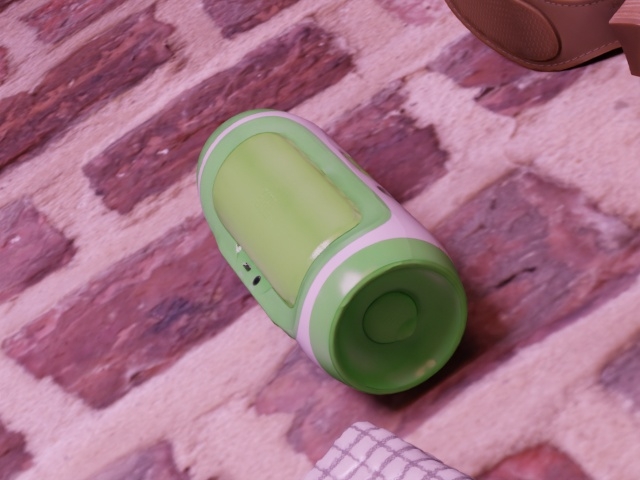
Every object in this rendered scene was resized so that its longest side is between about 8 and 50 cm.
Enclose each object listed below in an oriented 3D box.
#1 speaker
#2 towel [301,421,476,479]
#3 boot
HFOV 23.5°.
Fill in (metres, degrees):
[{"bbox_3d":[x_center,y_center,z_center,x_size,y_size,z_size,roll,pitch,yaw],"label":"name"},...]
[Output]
[{"bbox_3d":[0.000,0.000,1.187,0.131,0.131,0.296,-34,34,-5],"label":"speaker"},{"bbox_3d":[0.015,0.258,0.853,0.284,0.121,0.235,-45,35,-18],"label":"towel"},{"bbox_3d":[0.258,-0.252,1.326,0.283,0.109,0.220,15,56,45],"label":"boot"}]
